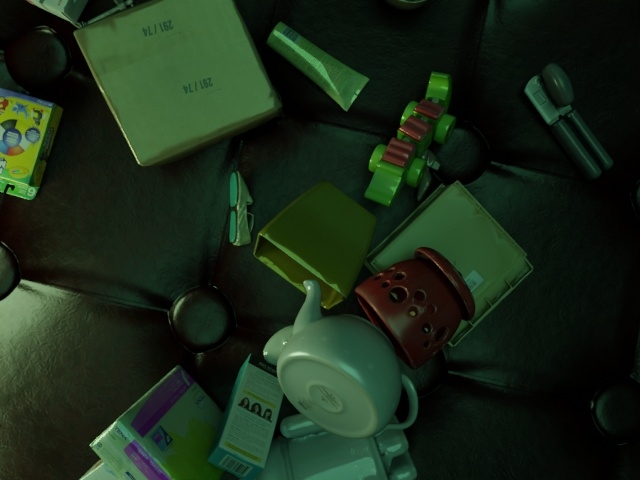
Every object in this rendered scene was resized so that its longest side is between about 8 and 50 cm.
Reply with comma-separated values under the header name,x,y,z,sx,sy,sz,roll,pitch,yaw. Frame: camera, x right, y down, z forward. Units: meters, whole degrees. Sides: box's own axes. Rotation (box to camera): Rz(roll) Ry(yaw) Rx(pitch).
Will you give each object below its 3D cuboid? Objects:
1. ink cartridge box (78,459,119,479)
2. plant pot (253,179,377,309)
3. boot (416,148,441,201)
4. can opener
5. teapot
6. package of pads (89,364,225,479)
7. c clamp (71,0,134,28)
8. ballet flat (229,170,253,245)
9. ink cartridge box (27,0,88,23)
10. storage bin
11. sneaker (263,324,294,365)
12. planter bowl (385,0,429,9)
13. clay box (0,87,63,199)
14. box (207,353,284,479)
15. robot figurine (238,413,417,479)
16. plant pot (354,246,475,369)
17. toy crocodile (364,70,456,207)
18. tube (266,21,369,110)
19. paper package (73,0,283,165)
name,x,y,z,sx,sy,sz,roll,pitch,yaw
ink cartridge box,-0.392,0.492,1.141,0.176,0.128,0.127,-37,89,-3
plant pot,0.000,0.000,1.144,0.212,0.212,0.187,36,73,0
boot,0.220,-0.160,1.233,0.086,0.042,0.119,28,86,6
can opener,0.570,-0.267,1.224,0.074,0.093,0.281,-35,94,-4
teapot,0.058,0.236,1.018,0.252,0.187,0.256,15,130,26
package of pads,-0.282,0.399,1.064,0.101,0.296,0.229,-42,91,9
c clamp,-0.508,-0.533,1.229,0.160,0.022,0.137,-23,88,-2
ballet flat,-0.178,-0.072,1.215,0.052,0.057,0.169,1,91,-29
ink cartridge box,-0.595,-0.564,1.200,0.135,0.056,0.099,28,88,10
storage bin,0.279,0.050,1.183,0.262,0.123,0.260,-43,90,-3
sneaker,-0.029,0.220,1.180,0.212,0.094,0.080,-21,90,-2
planter bowl,0.196,-0.592,1.210,0.161,0.109,0.162,0,88,-1
clay box,-0.678,-0.214,1.197,0.127,0.053,0.222,15,87,-1
box,-0.142,0.354,1.096,0.100,0.244,0.060,31,121,-9
robot figurine,0.016,0.482,1.118,0.353,0.200,0.300,-19,102,-2
plant pot,0.187,0.123,1.023,0.174,0.191,0.191,-33,89,-5
toy crocodile,0.201,-0.220,1.169,0.115,0.105,0.341,29,73,19
tube,-0.011,-0.403,1.227,0.240,0.062,0.070,34,131,-5
paper package,-0.285,-0.349,1.134,0.324,0.168,0.310,-24,100,-2
